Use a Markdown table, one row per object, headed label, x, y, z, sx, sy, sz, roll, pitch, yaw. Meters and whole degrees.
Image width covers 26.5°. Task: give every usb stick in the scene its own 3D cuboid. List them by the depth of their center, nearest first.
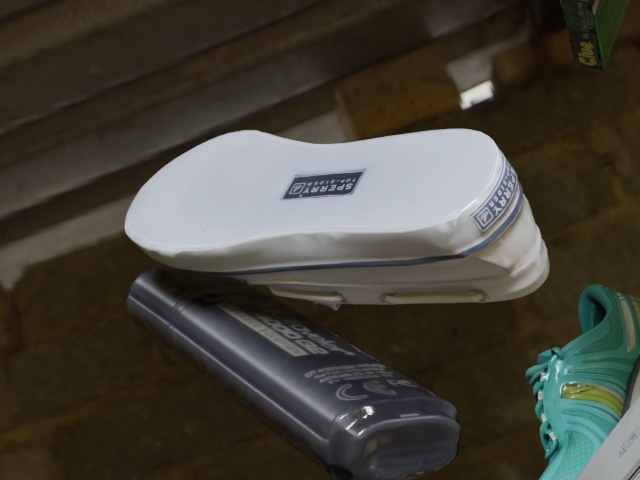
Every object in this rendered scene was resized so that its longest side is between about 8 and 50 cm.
| label | x | y | z | sx | sy | sz | roll | pitch | yaw |
| --- | --- | --- | --- | --- | --- | --- | --- | --- | --- |
| usb stick | -0.025 | 0.063 | 0.723 | 0.077 | 0.045 | 0.278 | -1 | 13 | -28 |

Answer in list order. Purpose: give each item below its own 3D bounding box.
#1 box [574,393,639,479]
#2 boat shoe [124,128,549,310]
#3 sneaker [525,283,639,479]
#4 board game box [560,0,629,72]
| label | x | y | z | sx | sy | sz | roll | pitch | yaw |
| --- | --- | --- | --- | --- | --- | --- | --- | --- | --- |
| box | 0.212 | 0.206 | 0.787 | 0.119 | 0.181 | 0.182 | 18 | -44 | -3 |
| boat shoe | 0.000 | 0.000 | 0.717 | 0.258 | 0.095 | 0.084 | 6 | -38 | 45 |
| sneaker | 0.218 | 0.144 | 1.149 | 0.275 | 0.110 | 0.107 | -52 | -7 | -41 |
| board game box | 0.239 | -0.273 | 1.039 | 0.030 | 0.259 | 0.136 | 17 | -16 | 20 |
